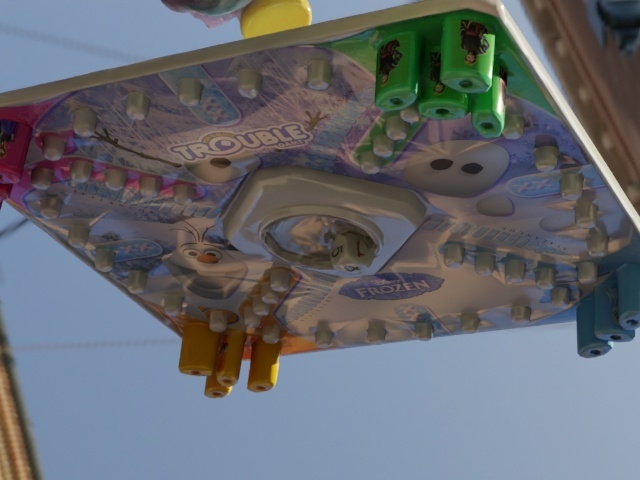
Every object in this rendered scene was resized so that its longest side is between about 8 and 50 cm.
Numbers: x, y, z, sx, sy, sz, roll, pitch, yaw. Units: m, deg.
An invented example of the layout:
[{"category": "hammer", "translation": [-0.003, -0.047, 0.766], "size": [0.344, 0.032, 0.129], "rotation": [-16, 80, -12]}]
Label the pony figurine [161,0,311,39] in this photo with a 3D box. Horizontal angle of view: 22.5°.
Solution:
[{"category": "pony figurine", "translation": [-0.045, -0.300, 1.005], "size": [0.351, 0.303, 0.363], "rotation": [-33, -130, 23]}]

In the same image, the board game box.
[{"category": "board game box", "translation": [0.000, 0.000, 1.064], "size": [0.390, 0.390, 0.050], "rotation": [-8, -120, 26]}]
